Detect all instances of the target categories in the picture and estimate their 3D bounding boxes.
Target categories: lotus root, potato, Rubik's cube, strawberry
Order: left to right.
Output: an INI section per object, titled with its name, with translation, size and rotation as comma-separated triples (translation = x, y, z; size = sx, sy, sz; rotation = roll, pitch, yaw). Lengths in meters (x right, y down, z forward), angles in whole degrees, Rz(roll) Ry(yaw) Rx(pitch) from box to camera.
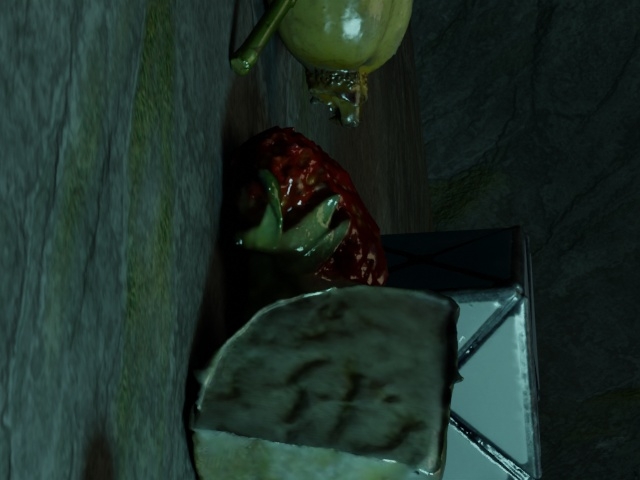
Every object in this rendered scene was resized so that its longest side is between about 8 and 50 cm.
[potato]
translation = -0.001, 0.183, 1.354
size = 0.189, 0.211, 0.264
rotation = -84, 180, -52
[strawberry]
translation = 0.000, 0.000, 1.514
size = 0.306, 0.138, 0.233
rotation = -50, 135, -76
[lotus root]
translation = 0.015, -0.285, 1.654
size = 0.169, 0.152, 0.342
rotation = -10, 102, -57
[Rubik's cube]
translation = 0.133, 0.136, 1.950
size = 0.259, 0.260, 0.254
rotation = -76, 162, -71

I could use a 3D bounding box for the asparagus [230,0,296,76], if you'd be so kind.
[asparagus]
translation = -0.019, -0.248, 1.512
size = 0.024, 0.025, 0.248
rotation = 44, 60, -26
